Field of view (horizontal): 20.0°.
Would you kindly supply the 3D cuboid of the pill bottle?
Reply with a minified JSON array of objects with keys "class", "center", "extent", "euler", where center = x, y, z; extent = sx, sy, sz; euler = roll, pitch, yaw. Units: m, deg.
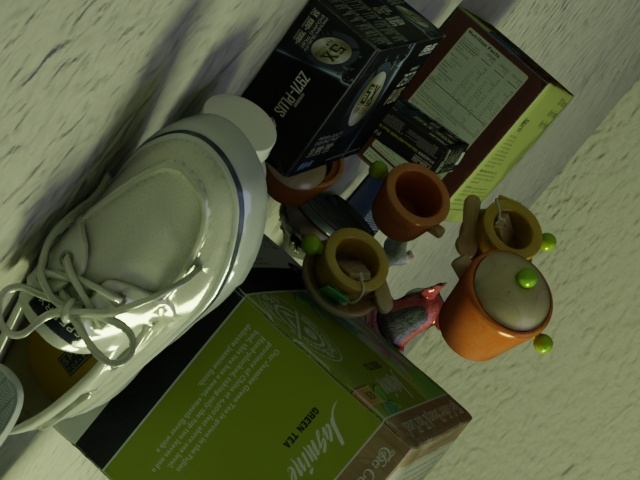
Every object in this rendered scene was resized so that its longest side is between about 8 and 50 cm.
[{"class":"pill bottle","center":[-0.099,-0.044,1.520],"extent":[0.087,0.087,0.160],"euler":[-35,164,-50]}]

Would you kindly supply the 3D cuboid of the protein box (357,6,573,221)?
[{"class":"protein box","center":[0.163,-0.140,2.078],"extent":[0.201,0.136,0.200],"euler":[-50,168,10]}]

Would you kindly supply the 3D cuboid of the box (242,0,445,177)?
[{"class":"box","center":[0.016,-0.146,1.639],"extent":[0.147,0.077,0.180],"euler":[-53,168,22]}]

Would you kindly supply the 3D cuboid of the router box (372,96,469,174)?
[{"class":"router box","center":[0.089,-0.117,1.904],"extent":[0.038,0.122,0.092],"euler":[-58,168,16]}]

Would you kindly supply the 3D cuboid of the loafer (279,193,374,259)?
[{"class":"loafer","center":[0.000,0.000,2.061],"extent":[0.084,0.096,0.267],"euler":[-44,172,8]}]

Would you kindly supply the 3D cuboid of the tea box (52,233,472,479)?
[{"class":"tea box","center":[-0.061,0.159,1.757],"extent":[0.220,0.323,0.329],"euler":[-50,170,9]}]

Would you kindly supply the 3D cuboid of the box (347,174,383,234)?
[{"class":"box","center":[0.078,-0.057,2.298],"extent":[0.225,0.036,0.136],"euler":[-51,169,7]}]

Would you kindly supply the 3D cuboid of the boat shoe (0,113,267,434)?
[{"class":"boat shoe","center":[-0.184,0.044,1.438],"extent":[0.156,0.136,0.367],"euler":[-31,170,-48]}]

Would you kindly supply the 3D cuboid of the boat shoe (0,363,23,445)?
[{"class":"boat shoe","center":[-0.327,0.171,1.453],"extent":[0.226,0.083,0.076],"euler":[-38,-178,7]}]

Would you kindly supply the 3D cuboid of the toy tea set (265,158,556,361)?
[{"class":"toy tea set","center":[0.096,-0.011,1.766],"extent":[0.124,0.336,0.200],"euler":[132,-29,-51]}]

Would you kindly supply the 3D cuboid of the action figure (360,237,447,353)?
[{"class":"action figure","center":[-0.002,0.119,2.113],"extent":[0.370,0.248,0.275],"euler":[-30,155,35]}]
